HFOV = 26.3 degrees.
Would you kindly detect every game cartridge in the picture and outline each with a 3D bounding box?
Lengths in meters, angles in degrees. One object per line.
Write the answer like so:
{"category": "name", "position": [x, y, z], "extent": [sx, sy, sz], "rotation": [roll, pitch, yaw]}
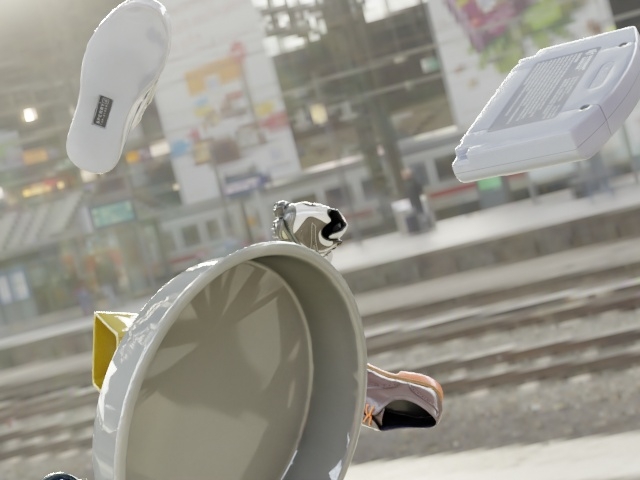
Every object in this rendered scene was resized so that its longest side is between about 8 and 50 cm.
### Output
{"category": "game cartridge", "position": [0.305, -0.175, 1.741], "extent": [0.198, 0.062, 0.297], "rotation": [-6, 29, 34]}

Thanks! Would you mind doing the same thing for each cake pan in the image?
{"category": "cake pan", "position": [-0.071, 0.141, 1.097], "extent": [0.054, 0.293, 0.293], "rotation": [13, 18, 37]}

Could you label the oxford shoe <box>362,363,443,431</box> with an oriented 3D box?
{"category": "oxford shoe", "position": [0.072, 0.263, 2.299], "extent": [0.271, 0.096, 0.098], "rotation": [5, 25, 1]}

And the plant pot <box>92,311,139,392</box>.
{"category": "plant pot", "position": [-0.182, 0.119, 1.407], "extent": [0.083, 0.081, 0.081], "rotation": [-3, 15, -25]}

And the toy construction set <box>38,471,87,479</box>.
{"category": "toy construction set", "position": [-0.259, 0.309, 1.163], "extent": [0.328, 0.215, 0.151], "rotation": [3, -17, -37]}

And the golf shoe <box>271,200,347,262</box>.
{"category": "golf shoe", "position": [0.000, 0.000, 1.958], "extent": [0.094, 0.077, 0.198], "rotation": [-7, -19, 14]}

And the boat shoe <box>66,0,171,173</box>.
{"category": "boat shoe", "position": [-0.241, -0.198, 1.647], "extent": [0.258, 0.095, 0.084], "rotation": [-55, 11, 38]}
